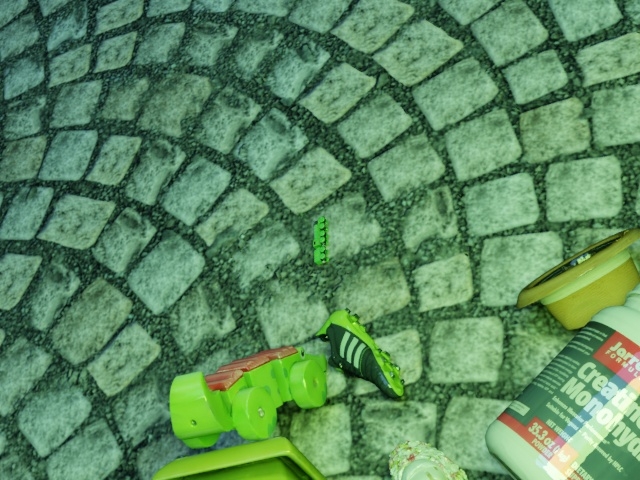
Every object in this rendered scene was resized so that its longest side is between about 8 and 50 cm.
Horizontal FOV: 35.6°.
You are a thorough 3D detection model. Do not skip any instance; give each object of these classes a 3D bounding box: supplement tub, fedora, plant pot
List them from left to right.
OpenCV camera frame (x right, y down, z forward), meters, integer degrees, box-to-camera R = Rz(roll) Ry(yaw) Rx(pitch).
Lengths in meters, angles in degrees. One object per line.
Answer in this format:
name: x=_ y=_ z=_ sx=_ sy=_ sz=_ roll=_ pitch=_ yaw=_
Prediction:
plant pot: x=-0.086 y=0.381 z=1.237 sx=0.227 sy=0.228 sz=0.207 roll=-16 pitch=50 yaw=18
fedora: x=0.346 y=0.057 z=1.278 sx=0.194 sy=0.194 sz=0.079 roll=-31 pitch=87 yaw=6
supplement tub: x=0.342 y=0.199 z=1.148 sx=0.272 sy=0.191 sz=0.191 roll=-45 pitch=52 yaw=-5

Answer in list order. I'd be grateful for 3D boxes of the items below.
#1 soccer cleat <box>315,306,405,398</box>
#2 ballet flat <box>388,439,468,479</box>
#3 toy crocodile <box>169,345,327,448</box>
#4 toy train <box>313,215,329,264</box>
soccer cleat: x=0.056 y=0.169 z=1.398 sx=0.072 sy=0.060 sz=0.179 roll=-46 pitch=45 yaw=7
ballet flat: x=0.155 y=0.333 z=1.233 sx=0.091 sy=0.077 sz=0.241 roll=-39 pitch=51 yaw=1
toy crocodile: x=-0.088 y=0.192 z=1.302 sx=0.115 sy=0.340 sz=0.105 roll=-14 pitch=91 yaw=29
toy train: x=0.000 y=0.000 z=1.549 sx=0.023 sy=0.017 sz=0.083 roll=-20 pitch=54 yaw=28
